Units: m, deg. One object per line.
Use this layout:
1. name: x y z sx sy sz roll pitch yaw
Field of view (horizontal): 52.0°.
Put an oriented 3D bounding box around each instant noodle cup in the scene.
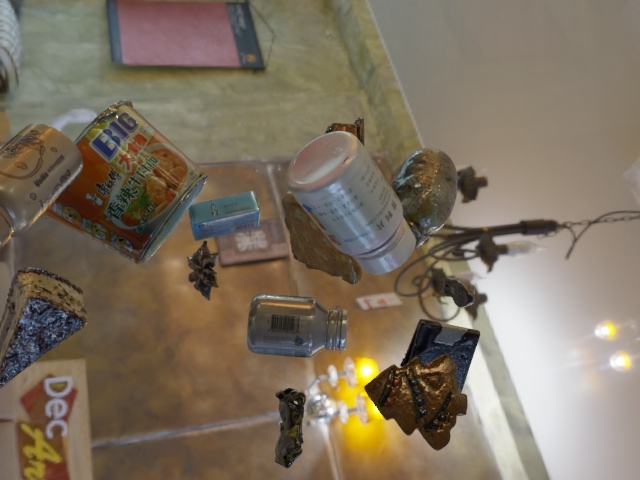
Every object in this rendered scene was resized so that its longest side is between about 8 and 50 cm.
1. instant noodle cup: -0.376 -0.100 1.300 0.296 0.214 0.296 -53 -173 10

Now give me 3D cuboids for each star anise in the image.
1. star anise: -0.394 0.102 2.211 0.195 0.065 0.182 -49 -123 29

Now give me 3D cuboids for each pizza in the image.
1. pizza: 0.000 0.000 2.357 0.409 0.114 0.277 48 -36 10

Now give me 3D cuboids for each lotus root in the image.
1. lotus root: 0.271 -0.138 1.720 0.175 0.175 0.349 104 6 -48

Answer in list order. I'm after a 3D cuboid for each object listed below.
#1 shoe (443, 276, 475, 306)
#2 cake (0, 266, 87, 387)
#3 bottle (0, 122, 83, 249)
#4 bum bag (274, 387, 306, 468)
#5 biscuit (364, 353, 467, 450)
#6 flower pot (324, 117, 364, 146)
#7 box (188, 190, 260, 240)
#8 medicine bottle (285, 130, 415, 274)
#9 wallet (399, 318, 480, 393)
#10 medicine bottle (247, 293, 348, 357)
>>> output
1. shoe: 0.418 0.145 1.903 0.194 0.077 0.074 -137 -133 -80
2. cake: -0.576 0.162 1.235 0.135 0.246 0.112 50 6 -39
3. bottle: -0.412 -0.057 0.864 0.110 0.097 0.209 -49 -169 45
4. bum bag: -0.091 0.545 1.919 0.107 0.060 0.232 -21 -125 32
5. biscuit: 0.274 0.454 1.890 0.043 0.302 0.278 102 -6 -67
6. flower pot: 0.032 -0.188 1.649 0.250 0.084 0.178 113 -14 -44
7. box: -0.327 -0.083 2.233 0.142 0.232 0.083 107 -32 -67
8. medicine bottle: 0.070 -0.067 1.334 0.293 0.170 0.170 52 5 -36
9. wallet: 0.386 0.394 2.142 0.071 0.221 0.262 -109 -146 -72
10. medicine bottle: -0.049 0.192 1.460 0.135 0.216 0.134 5 90 -89
